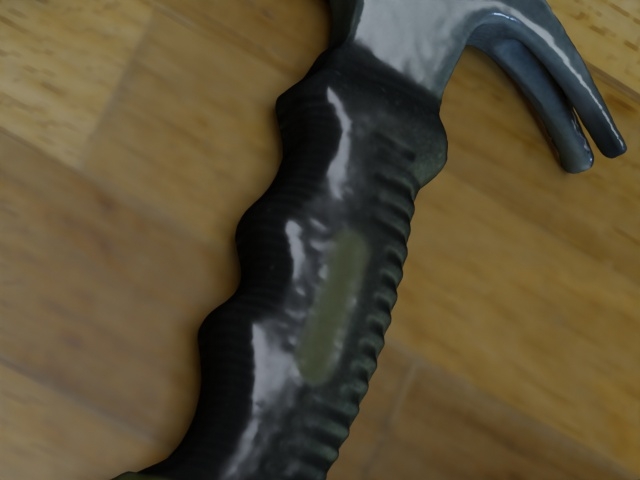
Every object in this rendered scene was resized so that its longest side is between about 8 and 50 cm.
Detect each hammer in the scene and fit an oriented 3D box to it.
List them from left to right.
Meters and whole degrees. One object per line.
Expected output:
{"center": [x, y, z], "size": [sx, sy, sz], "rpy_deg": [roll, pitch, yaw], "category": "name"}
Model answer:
{"center": [0.000, 0.000, 0.549], "size": [0.158, 0.041, 0.226], "rpy_deg": [27, 69, -13], "category": "hammer"}
